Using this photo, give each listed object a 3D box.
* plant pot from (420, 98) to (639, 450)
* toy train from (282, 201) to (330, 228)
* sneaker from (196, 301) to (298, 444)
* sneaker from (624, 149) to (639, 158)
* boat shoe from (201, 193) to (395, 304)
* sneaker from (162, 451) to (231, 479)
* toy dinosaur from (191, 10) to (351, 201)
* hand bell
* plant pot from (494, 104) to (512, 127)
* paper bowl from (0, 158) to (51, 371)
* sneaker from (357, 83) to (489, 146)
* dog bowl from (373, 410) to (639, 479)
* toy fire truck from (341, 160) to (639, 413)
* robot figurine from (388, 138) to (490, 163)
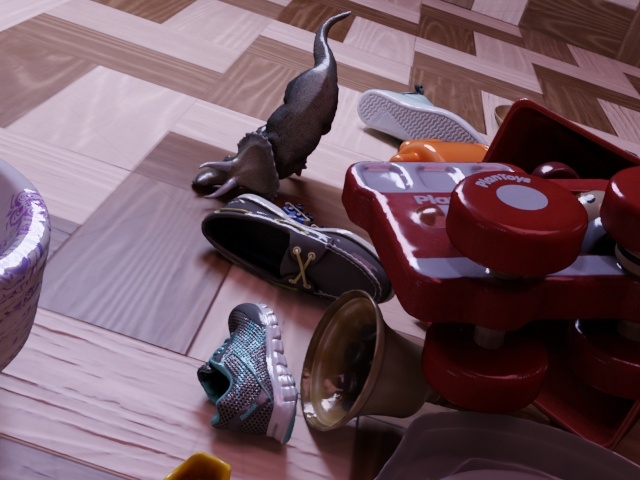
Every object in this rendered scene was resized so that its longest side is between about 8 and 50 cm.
[{"bbox_3d":[0.308,0.032,0.968,0.267,0.267,0.236,37,20,32],"label":"plant pot"},{"bbox_3d":[0.000,0.000,1.061,0.036,0.027,0.158,-17,43,-35],"label":"toy train"},{"bbox_3d":[-0.071,0.107,0.766,0.076,0.065,0.166,5,27,-18],"label":"sneaker"},{"bbox_3d":[0.448,-0.085,1.386,0.102,0.146,0.293,9,28,-19],"label":"sneaker"},{"bbox_3d":[-0.027,0.019,0.950,0.228,0.081,0.069,24,28,26],"label":"boat shoe"},{"bbox_3d":[-0.112,0.196,0.557,0.064,0.067,0.175,24,28,5],"label":"sneaker"},{"bbox_3d":[-0.027,-0.157,1.150,0.121,0.313,0.160,42,-1,-12],"label":"toy dinosaur"},{"bbox_3d":[0.116,0.142,0.805,0.242,0.126,0.126,22,23,-24],"label":"hand bell"},{"bbox_3d":[0.457,-0.211,1.769,0.236,0.032,0.236,16,26,-8],"label":"plant pot"},{"bbox_3d":[-0.350,0.027,0.632,0.284,0.148,0.284,15,27,-8],"label":"paper bowl"},{"bbox_3d":[0.204,-0.193,1.495,0.256,0.094,0.151,33,26,24],"label":"sneaker"},{"bbox_3d":[0.151,0.263,0.563,0.349,0.102,0.348,15,26,-7],"label":"dog bowl"},{"bbox_3d":[0.187,-0.003,0.749,0.302,0.169,0.254,-2,33,-12],"label":"toy fire truck"},{"bbox_3d":[0.180,-0.071,1.206,0.219,0.128,0.158,-3,13,-36],"label":"robot figurine"}]
